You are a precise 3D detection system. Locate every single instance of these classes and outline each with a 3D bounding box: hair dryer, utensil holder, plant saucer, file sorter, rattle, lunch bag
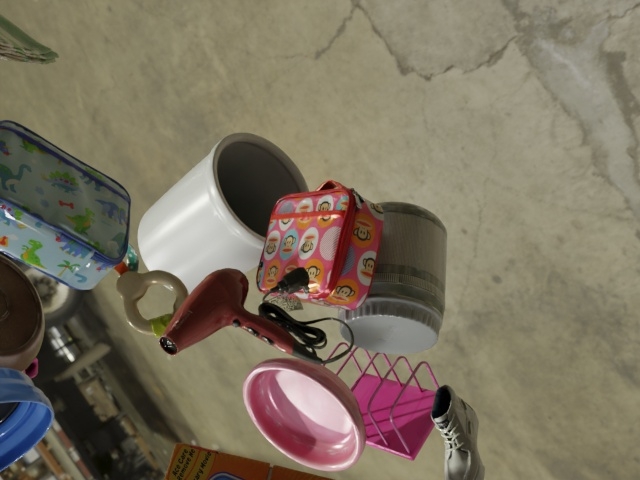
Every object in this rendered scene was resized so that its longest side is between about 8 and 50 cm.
[{"bbox_3d":[-0.112,0.118,1.090,0.223,0.294,0.080,-128,34,-51],"label":"hair dryer"},{"bbox_3d":[-0.263,-0.054,1.863,0.386,0.328,0.327,-33,92,39],"label":"utensil holder"},{"bbox_3d":[-0.692,0.135,1.419,0.050,0.310,0.310,-31,95,23],"label":"plant saucer"},{"bbox_3d":[-0.030,0.409,1.668,0.332,0.084,0.332,17,128,23],"label":"plant saucer"},{"bbox_3d":[0.143,0.401,1.798,0.291,0.202,0.182,6,134,42],"label":"file sorter"},{"bbox_3d":[-0.333,0.104,1.352,0.200,0.130,0.143,37,-177,14],"label":"rattle"},{"bbox_3d":[0.000,0.000,1.381,0.120,0.258,0.293,22,167,-33],"label":"lunch bag"},{"bbox_3d":[-0.360,-0.050,0.908,0.219,0.176,0.090,35,117,-30],"label":"lunch bag"}]

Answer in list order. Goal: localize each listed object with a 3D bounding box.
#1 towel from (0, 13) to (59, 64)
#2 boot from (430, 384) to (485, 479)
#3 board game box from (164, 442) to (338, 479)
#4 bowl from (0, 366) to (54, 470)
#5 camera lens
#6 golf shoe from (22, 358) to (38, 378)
[{"bbox_3d":[-0.613,-0.385,1.160,0.248,0.038,0.325,36,-168,-2],"label":"towel"},{"bbox_3d":[0.287,0.437,1.511,0.095,0.258,0.123,-32,111,23],"label":"boot"},{"bbox_3d":[-0.137,0.632,1.290,0.357,0.356,0.356,13,150,1],"label":"board game box"},{"bbox_3d":[-0.629,0.329,1.088,0.077,0.391,0.391,56,154,21],"label":"bowl"},{"bbox_3d":[0.151,0.073,1.434,0.220,0.274,0.219,6,150,3],"label":"camera lens"},{"bbox_3d":[-0.776,0.304,1.595,0.306,0.140,0.115,3,-96,-83],"label":"golf shoe"}]
